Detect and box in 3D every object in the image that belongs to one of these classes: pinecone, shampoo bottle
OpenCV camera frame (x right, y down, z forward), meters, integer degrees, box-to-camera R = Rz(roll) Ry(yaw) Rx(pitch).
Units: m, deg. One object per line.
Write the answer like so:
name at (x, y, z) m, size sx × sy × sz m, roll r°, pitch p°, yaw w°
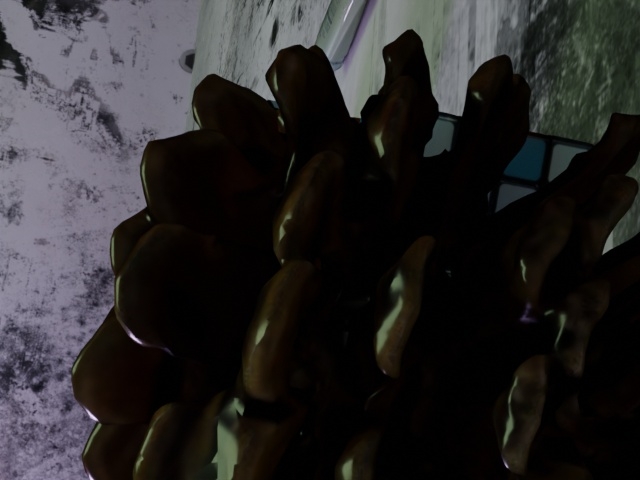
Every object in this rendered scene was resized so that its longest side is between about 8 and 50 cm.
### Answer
pinecone at (0.068, 0.073, 0.835) m, size 0.398 × 0.397 × 0.398 m, roll -170°, pitch 90°, yaw -78°
shampoo bottle at (0.037, -0.315, 1.971) m, size 0.212 × 0.049 × 0.072 m, roll 116°, pitch 156°, yaw -50°

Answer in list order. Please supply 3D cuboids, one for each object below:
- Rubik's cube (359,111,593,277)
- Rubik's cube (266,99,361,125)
Rubik's cube at (0.110, -0.017, 1.166) m, size 0.151 × 0.155 × 0.154 m, roll -165°, pitch 84°, yaw -76°
Rubik's cube at (0.002, -0.054, 1.664) m, size 0.163 × 0.160 × 0.162 m, roll -115°, pitch 37°, yaw -68°
